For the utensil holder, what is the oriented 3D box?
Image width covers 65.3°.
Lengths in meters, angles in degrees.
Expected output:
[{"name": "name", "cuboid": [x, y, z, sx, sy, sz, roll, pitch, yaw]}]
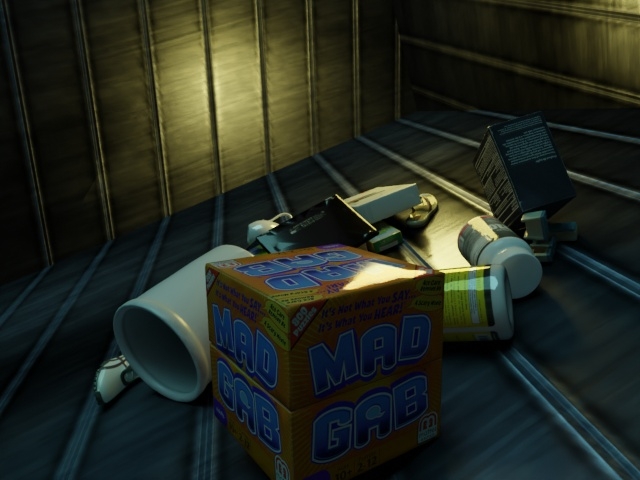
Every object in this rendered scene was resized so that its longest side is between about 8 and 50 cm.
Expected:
[{"name": "utensil holder", "cuboid": [-0.355, 0.232, 1.506, 0.327, 0.328, 0.385, -3, 23, 35]}]

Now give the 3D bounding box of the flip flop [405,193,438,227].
[{"name": "flip flop", "cuboid": [0.419, -0.140, 2.099, 0.112, 0.080, 0.277, -5, 25, 30]}]

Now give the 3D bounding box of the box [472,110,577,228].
[{"name": "box", "cuboid": [0.655, -0.208, 1.641, 0.182, 0.294, 0.296, -16, -14, 3]}]

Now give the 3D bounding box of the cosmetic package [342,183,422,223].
[{"name": "cosmetic package", "cuboid": [0.211, -0.149, 2.137, 0.284, 0.098, 0.377, -20, 9, -18]}]

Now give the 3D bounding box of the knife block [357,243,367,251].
[{"name": "knife block", "cuboid": [0.051, 0.068, 1.880, 0.241, 0.088, 0.276, -22, 22, -10]}]

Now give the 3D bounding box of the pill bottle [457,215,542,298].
[{"name": "pill bottle", "cuboid": [0.519, 0.044, 1.461, 0.161, 0.161, 0.283, -17, 22, 3]}]

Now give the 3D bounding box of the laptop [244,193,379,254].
[{"name": "laptop", "cuboid": [-0.054, 0.011, 1.942, 0.381, 0.236, 0.408, -30, 55, -24]}]

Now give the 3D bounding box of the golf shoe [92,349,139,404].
[{"name": "golf shoe", "cuboid": [-0.608, 0.405, 1.580, 0.120, 0.105, 0.273, -4, 25, 15]}]

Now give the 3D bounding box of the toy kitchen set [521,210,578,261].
[{"name": "toy kitchen set", "cuboid": [0.700, -0.044, 1.521, 0.122, 0.166, 0.207, -4, 26, 33]}]

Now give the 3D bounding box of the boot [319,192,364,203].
[{"name": "boot", "cuboid": [0.118, -0.180, 2.448, 0.208, 0.076, 0.189, -35, 40, -21]}]

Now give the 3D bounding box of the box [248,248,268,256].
[{"name": "box", "cuboid": [-0.268, 0.076, 2.179, 0.109, 0.043, 0.178, -26, 22, -22]}]

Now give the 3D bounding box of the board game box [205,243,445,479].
[{"name": "board game box", "cuboid": [0.001, 0.227, 1.043, 0.356, 0.357, 0.356, -8, 13, -33]}]

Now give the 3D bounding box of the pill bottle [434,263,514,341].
[{"name": "pill bottle", "cuboid": [0.313, 0.167, 1.293, 0.333, 0.188, 0.188, -7, 24, 25]}]

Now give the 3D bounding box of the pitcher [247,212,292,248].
[{"name": "pitcher", "cuboid": [-0.216, -0.046, 2.202, 0.207, 0.126, 0.178, 0, 56, -13]}]

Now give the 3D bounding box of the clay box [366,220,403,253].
[{"name": "clay box", "cuboid": [0.224, -0.021, 2.006, 0.127, 0.053, 0.222, -22, 20, -10]}]
